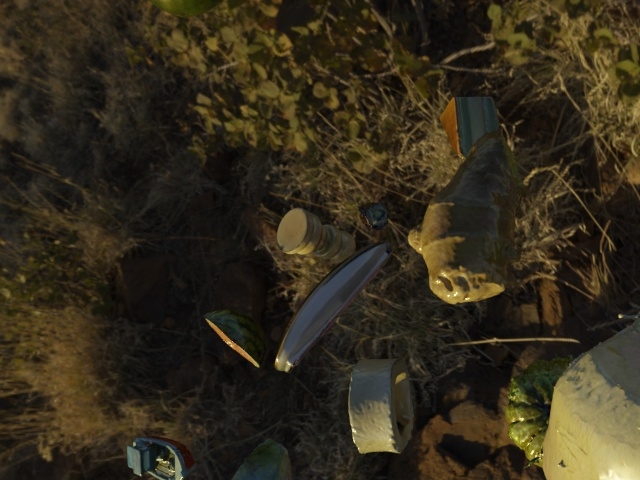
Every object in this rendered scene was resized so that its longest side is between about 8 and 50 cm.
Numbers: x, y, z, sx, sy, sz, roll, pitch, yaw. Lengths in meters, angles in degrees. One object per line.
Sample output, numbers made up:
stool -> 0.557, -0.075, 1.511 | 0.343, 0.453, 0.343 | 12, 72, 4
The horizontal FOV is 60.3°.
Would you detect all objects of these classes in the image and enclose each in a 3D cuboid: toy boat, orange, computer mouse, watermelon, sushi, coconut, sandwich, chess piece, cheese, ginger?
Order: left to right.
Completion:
toy boat -> -0.287, 0.394, 0.985 | 0.173, 0.059, 0.069 | 0, 91, 38
watermelon -> -0.158, 0.195, 1.148 | 0.069, 0.163, 0.087 | -50, 21, -21
watermelon -> -0.059, 0.377, 0.767 | 0.071, 0.139, 0.187 | -30, 27, 43
chess piece -> 0.000, 0.000, 1.137 | 0.094, 0.171, 0.094 | -18, 63, 40
computer mouse -> 0.013, 0.088, 0.804 | 0.056, 0.126, 0.245 | 42, 77, 9
sushi -> 0.177, -0.085, 1.886 | 0.098, 0.084, 0.094 | -19, 103, -8
cheese -> 0.209, 0.543, 1.849 | 0.153, 0.332, 0.292 | -7, 89, 22
sandwich -> 0.390, -0.271, 1.440 | 0.117, 0.144, 0.187 | -1, 73, -1
ginger -> 0.261, -0.049, 0.915 | 0.190, 0.126, 0.354 | 7, 56, 41
orange -> 0.645, 0.465, 1.484 | 0.300, 0.223, 0.301 | -29, 60, 16
coconut -> 0.361, 0.221, 0.504 | 0.297, 0.297, 0.254 | 14, 120, 34

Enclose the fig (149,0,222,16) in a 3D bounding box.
fig -> -0.197, -0.447, 0.767 | 0.196, 0.245, 0.195 | 2, 64, -3
